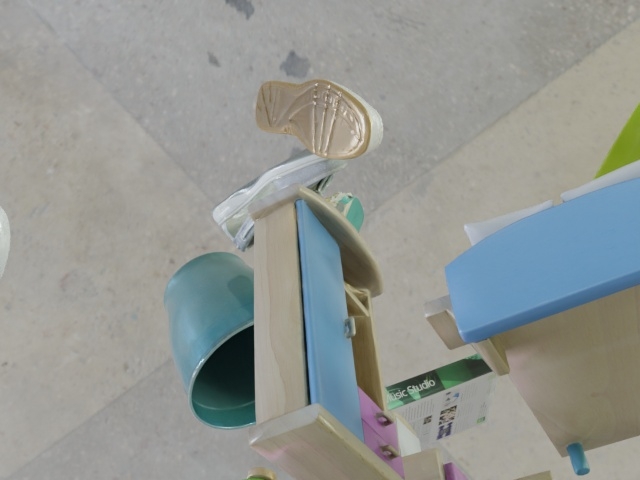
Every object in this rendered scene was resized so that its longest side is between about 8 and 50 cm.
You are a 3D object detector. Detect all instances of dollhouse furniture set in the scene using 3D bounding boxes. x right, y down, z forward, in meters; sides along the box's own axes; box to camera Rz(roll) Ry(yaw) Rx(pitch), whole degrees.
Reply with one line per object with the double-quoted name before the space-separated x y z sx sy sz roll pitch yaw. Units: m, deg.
"dollhouse furniture set" 0.140 0.054 0.529 0.303 0.198 0.286 -24 133 19

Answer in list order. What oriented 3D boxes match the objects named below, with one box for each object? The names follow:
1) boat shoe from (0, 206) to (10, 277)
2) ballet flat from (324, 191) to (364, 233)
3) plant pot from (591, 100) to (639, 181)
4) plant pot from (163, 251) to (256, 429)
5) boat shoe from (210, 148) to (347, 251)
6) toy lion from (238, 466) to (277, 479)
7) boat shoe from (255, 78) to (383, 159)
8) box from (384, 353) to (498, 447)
"boat shoe" -0.429 0.055 0.873 0.080 0.076 0.228 40 104 15
"ballet flat" 0.000 0.000 1.068 0.077 0.241 0.091 -11 104 19
"plant pot" 0.555 -0.092 1.142 0.228 0.207 0.227 -58 146 -4
"plant pot" -0.163 0.164 1.457 0.271 0.255 0.272 -19 134 -21
"boat shoe" -0.062 -0.077 1.337 0.320 0.118 0.103 -28 96 39
"toy lion" -0.057 0.230 0.622 0.096 0.034 0.100 -22 120 25
"boat shoe" 0.012 -0.171 1.076 0.096 0.277 0.098 2 107 -34
"box" 0.212 0.359 1.638 0.322 0.058 0.232 -18 141 -14
